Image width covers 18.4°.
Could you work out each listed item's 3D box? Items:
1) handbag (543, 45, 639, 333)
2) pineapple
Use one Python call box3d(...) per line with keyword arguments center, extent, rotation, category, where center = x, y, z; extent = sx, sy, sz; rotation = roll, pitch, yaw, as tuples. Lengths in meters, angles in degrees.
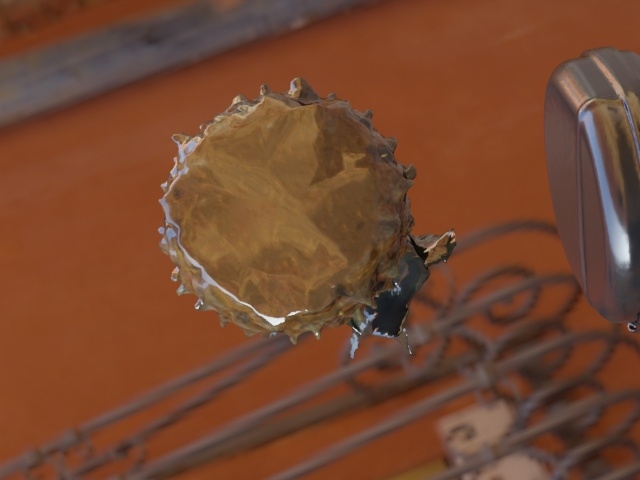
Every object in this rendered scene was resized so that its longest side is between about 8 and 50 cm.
box3d(center=(0.284, -0.049, 1.900), extent=(0.308, 0.093, 0.254), rotation=(-104, 8, -64), category="handbag")
box3d(center=(0.003, -0.001, 1.276), extent=(0.364, 0.165, 0.166), rotation=(38, -152, -78), category="pineapple")
